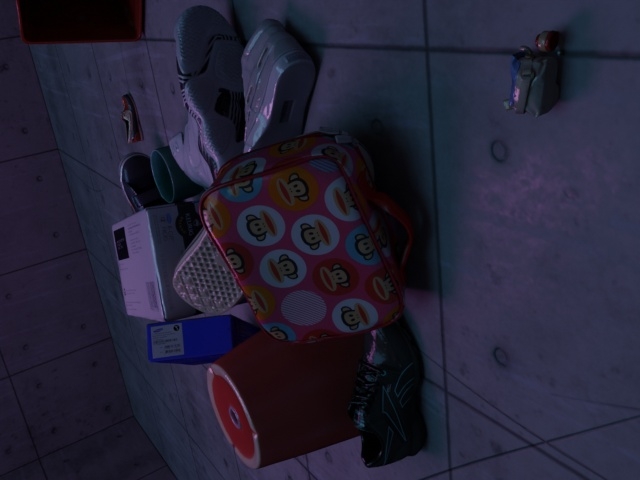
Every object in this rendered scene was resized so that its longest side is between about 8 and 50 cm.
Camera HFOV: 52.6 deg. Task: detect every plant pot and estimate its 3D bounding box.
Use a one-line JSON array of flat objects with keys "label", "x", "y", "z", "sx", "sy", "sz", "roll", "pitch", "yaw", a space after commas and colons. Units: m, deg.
[{"label": "plant pot", "x": -0.053, "y": 0.265, "z": 1.161, "sx": 0.275, "sy": 0.243, "sz": 0.274, "roll": 39, "pitch": 140, "yaw": 43}, {"label": "plant pot", "x": -0.563, "y": -0.633, "z": 1.479, "sx": 0.267, "sy": 0.267, "sz": 0.235, "roll": 111, "pitch": 143, "yaw": -51}]

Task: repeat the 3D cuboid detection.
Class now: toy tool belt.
[{"label": "toy tool belt", "x": 0.204, "y": -0.165, "z": 0.640, "sx": 0.051, "sy": 0.052, "sz": 0.083, "roll": 23, "pitch": 127, "yaw": 43}]

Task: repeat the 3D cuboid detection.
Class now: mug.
[{"label": "mug", "x": -0.330, "y": -0.162, "z": 1.518, "sx": 0.158, "sy": 0.097, "sz": 0.129, "roll": 10, "pitch": 117, "yaw": 59}]

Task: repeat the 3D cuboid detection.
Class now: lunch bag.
[{"label": "lunch bag", "x": 0.000, "y": 0.000, "z": 0.903, "sx": 0.258, "sy": 0.120, "sz": 0.293, "roll": -14, "pitch": 118, "yaw": 19}]

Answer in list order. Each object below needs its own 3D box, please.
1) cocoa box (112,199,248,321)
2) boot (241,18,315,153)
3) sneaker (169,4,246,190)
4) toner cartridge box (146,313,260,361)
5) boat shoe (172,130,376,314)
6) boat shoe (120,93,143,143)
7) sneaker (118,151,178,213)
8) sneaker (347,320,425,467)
[{"label": "cocoa box", "x": -0.298, "y": 0.040, "z": 1.434, "sx": 0.347, "sy": 0.228, "sz": 0.231, "roll": -9, "pitch": 91, "yaw": 61}, {"label": "boot", "x": -0.086, "y": -0.234, "z": 1.076, "sx": 0.123, "sy": 0.095, "sz": 0.258, "roll": 61, "pitch": 143, "yaw": 29}, {"label": "sneaker", "x": -0.219, "y": -0.243, "z": 1.229, "sx": 0.210, "sy": 0.137, "sz": 0.365, "roll": 11, "pitch": 121, "yaw": 54}, {"label": "toner cartridge box", "x": -0.230, "y": 0.215, "z": 1.362, "sx": 0.348, "sy": 0.165, "sz": 0.075, "roll": 76, "pitch": -171, "yaw": -78}, {"label": "boat shoe", "x": -0.087, "y": -0.037, "z": 1.092, "sx": 0.187, "sy": 0.156, "sz": 0.500, "roll": 40, "pitch": 135, "yaw": -10}, {"label": "boat shoe", "x": -0.537, "y": -0.341, "z": 1.818, "sx": 0.049, "sy": 0.043, "sz": 0.136, "roll": 13, "pitch": 118, "yaw": 59}, {"label": "sneaker", "x": -0.423, "y": -0.078, "z": 1.709, "sx": 0.127, "sy": 0.126, "sz": 0.321, "roll": 28, "pitch": 142, "yaw": 57}, {"label": "sneaker", "x": 0.099, "y": 0.242, "z": 1.029, "sx": 0.101, "sy": 0.106, "sz": 0.267, "roll": 14, "pitch": 118, "yaw": 58}]
